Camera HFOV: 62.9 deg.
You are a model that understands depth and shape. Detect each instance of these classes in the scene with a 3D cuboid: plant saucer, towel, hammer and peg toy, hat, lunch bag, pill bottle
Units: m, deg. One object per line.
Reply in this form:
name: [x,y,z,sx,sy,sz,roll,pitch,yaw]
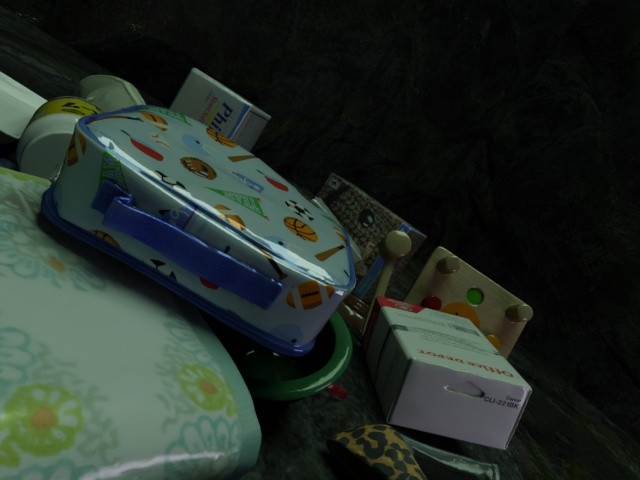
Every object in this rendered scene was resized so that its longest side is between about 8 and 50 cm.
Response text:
plant saucer: [0.078,0.157,1.174,0.168,0.029,0.168,34,9,-6]
towel: [-0.249,0.045,0.394,0.374,0.090,0.320,43,15,34]
hammer and peg toy: [0.242,0.157,1.119,0.361,0.266,0.127,33,-13,0]
hat: [-0.057,0.173,0.630,0.208,0.183,0.173,13,36,0]
lunch bag: [-0.111,-0.021,0.532,0.303,0.115,0.243,31,18,-10]
pill bottle: [-0.339,-0.121,0.709,0.119,0.119,0.208,29,10,-31]

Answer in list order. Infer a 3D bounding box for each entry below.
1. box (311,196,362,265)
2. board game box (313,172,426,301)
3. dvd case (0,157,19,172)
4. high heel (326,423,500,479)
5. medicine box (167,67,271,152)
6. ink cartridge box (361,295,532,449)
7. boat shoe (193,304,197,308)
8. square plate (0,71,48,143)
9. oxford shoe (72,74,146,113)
box: [0.000,0.000,1.261,0.182,0.119,0.181,52,6,-3]
board game box: [0.098,-0.006,1.453,0.291,0.232,0.141,39,11,28]
dvd case: [-0.332,-0.022,0.663,0.253,0.022,0.180,33,8,-10]
high heel: [0.076,0.277,0.477,0.186,0.093,0.261,13,20,8]
medicine box: [-0.259,-0.222,1.198,0.149,0.263,0.289,33,9,-2]
ink cartridge box: [0.193,0.209,0.883,0.197,0.114,0.273,15,11,-7]
boat shoe: [-0.131,0.064,0.774,0.112,0.095,0.335,32,14,7]
square plate: [-0.617,-0.268,0.845,0.347,0.049,0.344,31,10,-22]
oxford shoe: [-0.401,-0.204,0.973,0.130,0.169,0.449,4,30,-44]
